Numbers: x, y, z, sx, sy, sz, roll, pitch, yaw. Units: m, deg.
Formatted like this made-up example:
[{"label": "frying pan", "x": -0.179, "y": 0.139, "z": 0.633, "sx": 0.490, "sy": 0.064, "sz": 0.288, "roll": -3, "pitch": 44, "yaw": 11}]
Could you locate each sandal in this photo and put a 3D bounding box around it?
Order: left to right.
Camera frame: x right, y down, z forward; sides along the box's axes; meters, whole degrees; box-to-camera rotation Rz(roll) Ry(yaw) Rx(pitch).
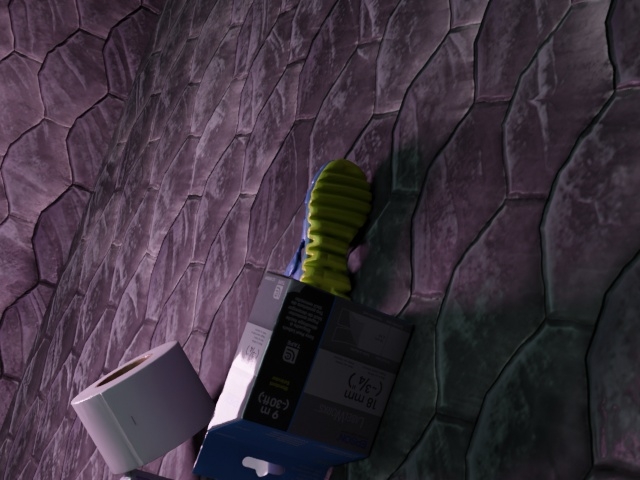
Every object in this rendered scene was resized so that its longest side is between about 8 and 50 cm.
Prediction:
[{"label": "sandal", "x": 0.000, "y": 0.000, "z": 1.944, "sx": 0.138, "sy": 0.126, "sz": 0.317, "roll": -18, "pitch": 52, "yaw": 61}]

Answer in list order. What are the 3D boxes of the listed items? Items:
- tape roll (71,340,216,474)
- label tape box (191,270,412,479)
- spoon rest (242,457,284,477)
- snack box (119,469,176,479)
[{"label": "tape roll", "x": -0.352, "y": 0.331, "z": 2.142, "sx": 0.246, "sy": 0.169, "sz": 0.246, "roll": -29, "pitch": 5, "yaw": 2}, {"label": "label tape box", "x": -0.024, "y": 0.245, "z": 1.662, "sx": 0.106, "sy": 0.241, "sz": 0.333, "roll": 11, "pitch": 80, "yaw": 61}, {"label": "spoon rest", "x": -0.081, "y": 0.364, "z": 1.847, "sx": 0.276, "sy": 0.084, "sz": 0.137, "roll": -57, "pitch": 28, "yaw": 17}, {"label": "snack box", "x": -0.341, "y": 0.513, "z": 2.139, "sx": 0.100, "sy": 0.141, "sz": 0.037, "roll": -49, "pitch": 32, "yaw": 31}]
